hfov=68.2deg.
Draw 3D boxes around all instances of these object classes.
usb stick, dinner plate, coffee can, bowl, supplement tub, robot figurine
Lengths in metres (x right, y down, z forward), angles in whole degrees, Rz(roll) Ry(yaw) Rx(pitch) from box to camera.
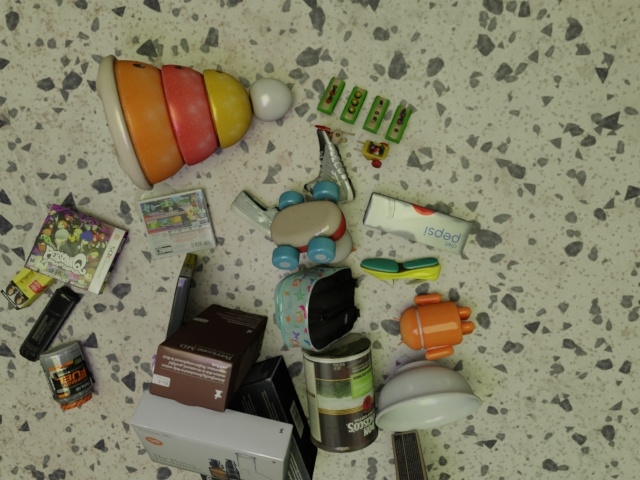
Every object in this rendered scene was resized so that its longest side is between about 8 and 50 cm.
[{"bbox_3d":[-0.873,0.270,1.518,0.077,0.045,0.278,35,101,-7],"label":"usb stick"},{"bbox_3d":[-0.501,-0.112,1.434,0.141,0.017,0.141,1,97,5],"label":"dinner plate"},{"bbox_3d":[0.056,0.432,1.367,0.202,0.201,0.275,-5,98,7],"label":"coffee can"},{"bbox_3d":[0.292,0.432,1.347,0.298,0.297,0.134,-15,53,8],"label":"bowl"},{"bbox_3d":[-0.801,0.428,1.498,0.117,0.117,0.190,-15,98,8],"label":"supplement tub"},{"bbox_3d":[0.321,0.242,1.350,0.220,0.128,0.158,-10,104,6],"label":"robot figurine"}]

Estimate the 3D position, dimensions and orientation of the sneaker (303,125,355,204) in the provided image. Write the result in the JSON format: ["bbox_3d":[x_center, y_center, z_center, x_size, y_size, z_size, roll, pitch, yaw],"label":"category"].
[{"bbox_3d":[0.002,-0.198,1.335,0.132,0.086,0.228,-21,97,11],"label":"sneaker"}]

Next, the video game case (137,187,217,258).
[{"bbox_3d":[-0.429,-0.049,1.421,0.202,0.023,0.183,-10,103,5],"label":"video game case"}]

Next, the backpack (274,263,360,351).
[{"bbox_3d":[-0.020,0.185,1.313,0.191,0.253,0.225,2,101,26],"label":"backpack"}]

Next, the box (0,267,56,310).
[{"bbox_3d":[-0.888,0.115,1.487,0.232,0.058,0.087,-39,92,9],"label":"box"}]

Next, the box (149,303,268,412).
[{"bbox_3d":[-0.285,0.301,1.290,0.191,0.381,0.143,13,100,4],"label":"box"}]

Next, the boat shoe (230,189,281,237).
[{"bbox_3d":[-0.152,-0.069,1.372,0.228,0.079,0.081,32,105,3],"label":"boat shoe"}]

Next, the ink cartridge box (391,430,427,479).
[{"bbox_3d":[0.272,0.712,1.369,0.088,0.193,0.234,-11,111,8],"label":"ink cartridge box"}]

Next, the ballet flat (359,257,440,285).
[{"bbox_3d":[0.230,0.095,1.365,0.231,0.077,0.077,-2,115,4],"label":"ballet flat"}]

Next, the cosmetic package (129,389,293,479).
[{"bbox_3d":[-0.266,0.524,1.213,0.378,0.097,0.284,11,136,5],"label":"cosmetic package"}]

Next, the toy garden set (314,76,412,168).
[{"bbox_3d":[0.106,-0.323,1.275,0.244,0.049,0.203,23,72,1],"label":"toy garden set"}]

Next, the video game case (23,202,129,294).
[{"bbox_3d":[-0.734,0.026,1.427,0.232,0.042,0.210,22,84,-5],"label":"video game case"}]

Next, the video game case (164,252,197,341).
[{"bbox_3d":[-0.406,0.197,1.355,0.035,0.248,0.274,12,100,-14],"label":"video game case"}]

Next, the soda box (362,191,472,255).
[{"bbox_3d":[0.267,-0.051,1.325,0.287,0.091,0.098,18,100,3],"label":"soda box"}]

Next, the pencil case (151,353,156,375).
[{"bbox_3d":[-0.416,0.393,1.454,0.206,0.086,0.088,-6,119,15],"label":"pencil case"}]

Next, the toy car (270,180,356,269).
[{"bbox_3d":[0.000,0.000,1.319,0.210,0.238,0.219,-13,55,25],"label":"toy car"}]

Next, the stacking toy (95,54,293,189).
[{"bbox_3d":[-0.311,-0.349,1.279,0.480,0.350,0.350,-14,98,-11],"label":"stacking toy"}]

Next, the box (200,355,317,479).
[{"bbox_3d":[-0.216,0.572,1.428,0.313,0.179,0.343,-18,96,8],"label":"box"}]
